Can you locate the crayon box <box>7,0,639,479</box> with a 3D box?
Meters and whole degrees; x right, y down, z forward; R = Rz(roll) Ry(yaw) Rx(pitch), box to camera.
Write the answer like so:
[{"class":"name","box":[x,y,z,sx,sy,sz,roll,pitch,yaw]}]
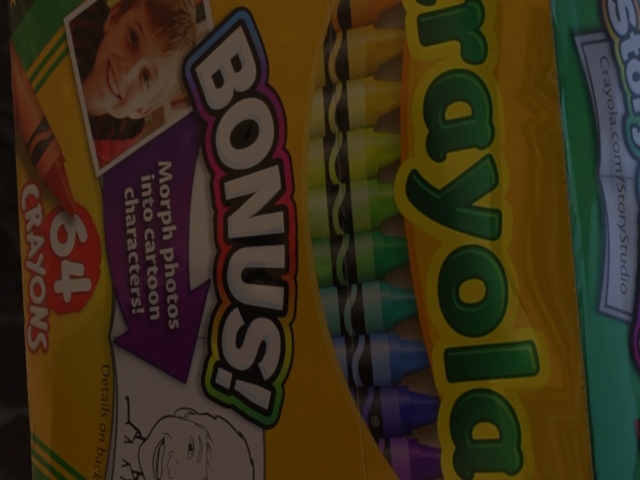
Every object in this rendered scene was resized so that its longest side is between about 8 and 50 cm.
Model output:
[{"class":"crayon box","box":[0.000,0.000,0.645,0.313,0.363,0.106,-10,172,42]}]
